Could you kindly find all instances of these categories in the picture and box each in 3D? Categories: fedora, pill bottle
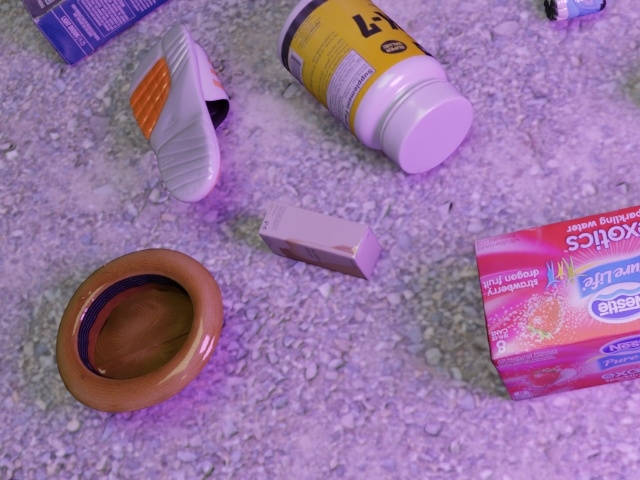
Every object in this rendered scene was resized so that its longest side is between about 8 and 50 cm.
[{"bbox_3d":[-0.178,0.102,1.524,0.194,0.079,0.194,-10,63,20],"label":"fedora"},{"bbox_3d":[0.058,-0.171,1.558,0.119,0.119,0.208,-41,60,-4],"label":"pill bottle"}]

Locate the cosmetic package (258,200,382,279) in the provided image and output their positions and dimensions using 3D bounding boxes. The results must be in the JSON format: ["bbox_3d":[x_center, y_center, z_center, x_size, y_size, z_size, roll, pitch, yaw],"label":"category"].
[{"bbox_3d":[0.000,0.000,1.527,0.115,0.060,0.041,15,71,25],"label":"cosmetic package"}]

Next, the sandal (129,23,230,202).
[{"bbox_3d":[-0.143,-0.127,1.626,0.102,0.076,0.265,-40,45,23],"label":"sandal"}]

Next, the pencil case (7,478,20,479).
[{"bbox_3d":[-0.321,0.315,1.473,0.070,0.064,0.151,13,69,40],"label":"pencil case"}]

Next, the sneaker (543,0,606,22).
[{"bbox_3d":[0.277,-0.308,1.600,0.073,0.063,0.162,-1,67,-2],"label":"sneaker"}]

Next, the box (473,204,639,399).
[{"bbox_3d":[0.284,0.052,1.371,0.257,0.122,0.128,-12,63,12],"label":"box"}]

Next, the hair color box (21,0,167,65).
[{"bbox_3d":[-0.212,-0.384,1.760,0.347,0.105,0.174,-34,60,-1],"label":"hair color box"}]
